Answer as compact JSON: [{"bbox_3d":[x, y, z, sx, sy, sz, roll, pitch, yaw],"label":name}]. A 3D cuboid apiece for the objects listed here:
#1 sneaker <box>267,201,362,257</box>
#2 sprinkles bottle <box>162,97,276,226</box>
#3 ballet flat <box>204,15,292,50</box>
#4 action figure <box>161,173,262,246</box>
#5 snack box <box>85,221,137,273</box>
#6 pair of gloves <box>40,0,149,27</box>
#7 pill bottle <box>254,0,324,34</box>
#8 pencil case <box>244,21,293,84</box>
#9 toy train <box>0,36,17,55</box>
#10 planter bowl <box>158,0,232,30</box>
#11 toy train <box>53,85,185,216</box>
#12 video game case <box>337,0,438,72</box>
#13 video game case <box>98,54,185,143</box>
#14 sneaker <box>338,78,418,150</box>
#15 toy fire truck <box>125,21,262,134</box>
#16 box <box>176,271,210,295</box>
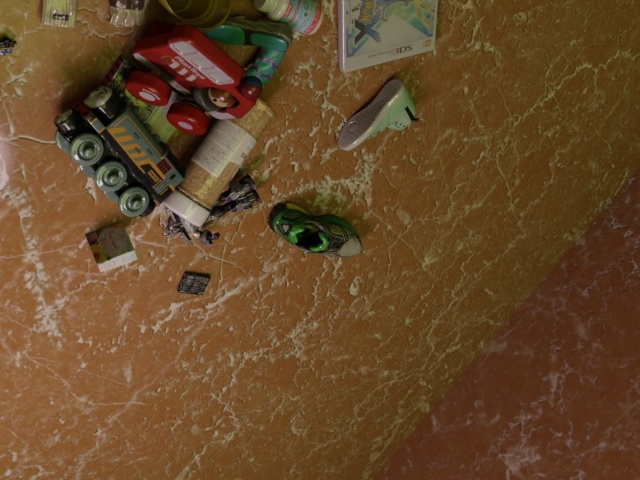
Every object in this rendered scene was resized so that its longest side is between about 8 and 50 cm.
[{"bbox_3d":[0.000,0.000,2.136,0.343,0.146,0.134,15,114,-40],"label":"sneaker"},{"bbox_3d":[-0.257,-0.210,1.775,0.121,0.121,0.355,36,87,-44],"label":"sprinkles bottle"},{"bbox_3d":[-0.171,-0.504,1.681,0.213,0.068,0.072,10,151,-2],"label":"ballet flat"},{"bbox_3d":[-0.305,-0.082,1.913,0.285,0.099,0.185,-28,139,-7],"label":"action figure"},{"bbox_3d":[-0.538,0.016,1.802,0.100,0.141,0.037,-21,132,-18],"label":"snack box"},{"bbox_3d":[-0.473,-0.552,1.480,0.240,0.042,0.204,-9,131,-25],"label":"pair of gloves"},{"bbox_3d":[-0.077,-0.563,1.694,0.160,0.087,0.087,11,117,-38],"label":"pill bottle"},{"bbox_3d":[-0.132,-0.462,1.752,0.070,0.064,0.152,22,109,-38],"label":"pencil case"},{"bbox_3d":[-0.713,-0.395,1.454,0.158,0.027,0.036,-15,133,-23],"label":"toy train"},{"bbox_3d":[-0.298,-0.560,1.526,0.217,0.090,0.217,-1,92,-50],"label":"planter bowl"},{"bbox_3d":[-0.464,-0.203,1.637,0.190,0.142,0.334,-45,133,-12],"label":"toy train"},{"bbox_3d":[0.182,-0.630,1.847,0.299,0.036,0.329,-19,131,-20],"label":"video game case"},{"bbox_3d":[-0.454,-0.295,1.688,0.210,0.042,0.232,27,106,-43],"label":"video game case"},{"bbox_3d":[0.176,-0.329,2.035,0.256,0.094,0.151,-44,138,6],"label":"sneaker"},{"bbox_3d":[-0.267,-0.364,1.576,0.302,0.253,0.169,35,69,-45],"label":"toy fire truck"},{"bbox_3d":[-0.376,0.128,2.080,0.083,0.018,0.067,10,117,-38],"label":"box"}]
